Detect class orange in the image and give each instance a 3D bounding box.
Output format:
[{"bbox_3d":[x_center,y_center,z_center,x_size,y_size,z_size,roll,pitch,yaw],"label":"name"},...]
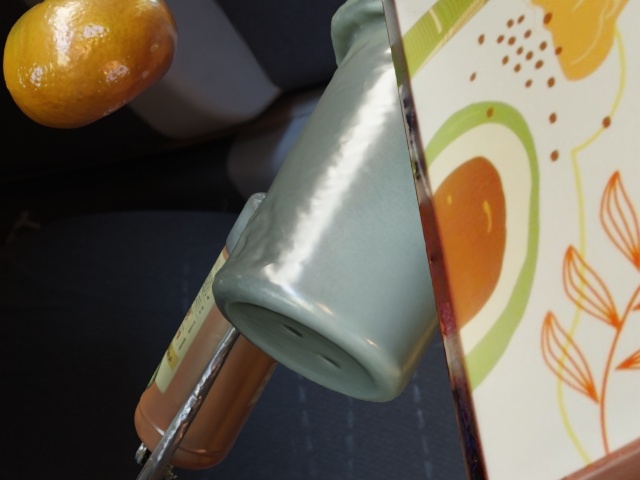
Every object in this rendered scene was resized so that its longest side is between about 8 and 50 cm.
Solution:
[{"bbox_3d":[-0.308,-0.256,1.356,0.171,0.240,0.240,60,36,-15],"label":"orange"}]

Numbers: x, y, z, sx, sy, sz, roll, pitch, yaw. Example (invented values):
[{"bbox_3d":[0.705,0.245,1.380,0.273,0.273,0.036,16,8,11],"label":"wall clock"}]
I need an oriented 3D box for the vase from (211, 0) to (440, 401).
[{"bbox_3d":[0.052,-0.025,0.873,0.245,0.245,0.291,42,68,-32],"label":"vase"}]

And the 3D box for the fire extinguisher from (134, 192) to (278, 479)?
[{"bbox_3d":[-0.124,0.136,1.058,0.113,0.376,0.200,37,21,21],"label":"fire extinguisher"}]

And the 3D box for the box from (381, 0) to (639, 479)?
[{"bbox_3d":[0.205,-0.106,0.394,0.122,0.385,0.344,26,41,-31],"label":"box"}]
